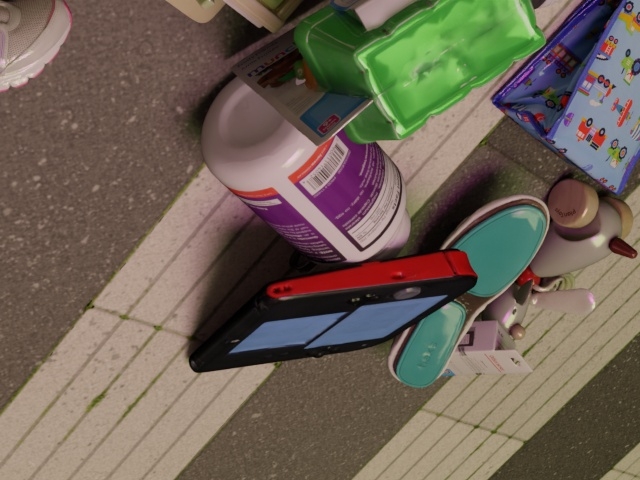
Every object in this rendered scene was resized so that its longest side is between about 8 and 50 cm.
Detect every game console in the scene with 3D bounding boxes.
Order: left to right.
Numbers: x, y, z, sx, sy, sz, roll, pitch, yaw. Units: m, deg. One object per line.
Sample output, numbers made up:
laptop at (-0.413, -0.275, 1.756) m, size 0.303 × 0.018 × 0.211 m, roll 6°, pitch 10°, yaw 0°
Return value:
game console at (0.014, 0.115, 1.615) m, size 0.342 × 0.060 × 0.386 m, roll -10°, pitch 163°, yaw -27°

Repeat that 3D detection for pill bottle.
pill bottle at (-0.004, -0.082, 1.447) m, size 0.181 × 0.181 × 0.323 m, roll -39°, pitch 140°, yaw 6°

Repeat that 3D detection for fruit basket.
fruit basket at (0.070, -0.251, 1.213) m, size 0.327 × 0.353 × 0.165 m, roll -33°, pitch 123°, yaw -4°

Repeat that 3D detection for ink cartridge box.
ink cartridge box at (0.272, 0.188, 1.910) m, size 0.180 × 0.060 × 0.104 m, roll -6°, pitch 149°, yaw 28°

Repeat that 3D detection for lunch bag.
lunch bag at (0.438, -0.251, 1.629) m, size 0.221 × 0.138 × 0.293 m, roll 28°, pitch 102°, yaw -43°

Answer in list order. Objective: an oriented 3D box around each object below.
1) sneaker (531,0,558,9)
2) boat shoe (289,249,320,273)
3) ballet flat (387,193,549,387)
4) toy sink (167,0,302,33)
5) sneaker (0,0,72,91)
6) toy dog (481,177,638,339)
sneaker at (0.213, -0.330, 1.415) m, size 0.269 × 0.101 × 0.153 m, roll -41°, pitch 139°, yaw -1°
boat shoe at (0.000, 0.000, 1.636) m, size 0.038 × 0.046 × 0.125 m, roll 13°, pitch 129°, yaw -46°
ballet flat at (0.224, 0.062, 1.784) m, size 0.139 × 0.139 × 0.400 m, roll 8°, pitch 124°, yaw -38°
toy sink at (-0.083, -0.328, 1.195) m, size 0.234 × 0.131 × 0.153 m, roll -44°, pitch 138°, yaw 13°
sneaker at (-0.383, -0.213, 1.133) m, size 0.252 × 0.103 × 0.111 m, roll -22°, pitch 140°, yaw -15°
toy dog at (0.425, 0.056, 1.877) m, size 0.220 × 0.161 × 0.333 m, roll -7°, pitch 132°, yaw -28°
